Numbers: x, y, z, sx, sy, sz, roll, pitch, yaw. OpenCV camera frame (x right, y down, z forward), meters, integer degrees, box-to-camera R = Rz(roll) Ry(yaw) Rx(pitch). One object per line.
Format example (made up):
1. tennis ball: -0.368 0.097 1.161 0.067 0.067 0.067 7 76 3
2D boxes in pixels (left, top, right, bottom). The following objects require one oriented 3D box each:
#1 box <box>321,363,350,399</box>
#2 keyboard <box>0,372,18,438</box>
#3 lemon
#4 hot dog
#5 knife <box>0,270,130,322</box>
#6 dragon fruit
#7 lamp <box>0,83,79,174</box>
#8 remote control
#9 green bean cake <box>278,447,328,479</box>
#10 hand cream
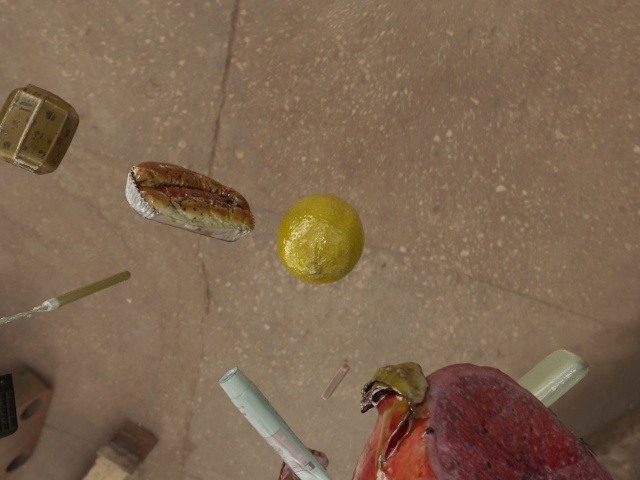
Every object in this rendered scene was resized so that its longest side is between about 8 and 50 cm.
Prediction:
1. box: 0.043 0.406 1.621 0.025 0.048 0.115 37 104 18
2. keyboard: -0.556 0.251 0.693 0.041 0.381 0.103 -9 88 32
3. lemon: 0.000 0.000 1.122 0.179 0.203 0.178 3 127 4
4. hot dog: -0.241 -0.076 1.070 0.268 0.144 0.075 12 135 -43
5. knife: -0.393 0.095 0.775 0.047 0.298 0.017 -11 99 37
6. dragon fruit: 0.112 0.212 0.365 0.282 0.211 0.147 43 119 6
7. lamp: -0.661 -0.254 1.302 0.161 0.161 0.185 25 84 -1
8. remote control: 0.305 0.286 0.930 0.309 0.090 0.038 -39 94 -2
9. green bean cake: -0.053 0.710 1.741 0.135 0.056 0.135 18 88 -7
10. hand cream: -0.085 0.396 1.162 0.085 0.058 0.331 -29 105 40
